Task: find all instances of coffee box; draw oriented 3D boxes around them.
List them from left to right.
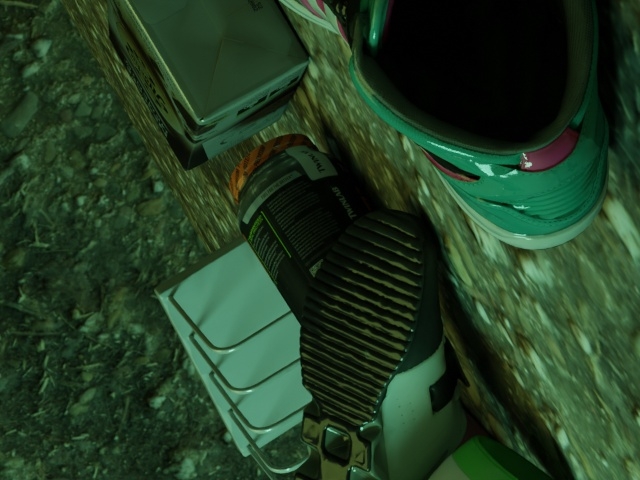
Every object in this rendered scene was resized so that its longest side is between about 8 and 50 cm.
[{"bbox_3d":[-0.114,-0.182,1.694,0.168,0.119,0.297,59,172,3],"label":"coffee box"}]

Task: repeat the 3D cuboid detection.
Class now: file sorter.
[{"bbox_3d":[-0.031,0.144,2.100,0.173,0.193,0.277,44,163,52],"label":"file sorter"}]

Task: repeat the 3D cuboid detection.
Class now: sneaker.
[{"bbox_3d":[0.065,0.120,1.556,0.122,0.146,0.330,29,119,39],"label":"sneaker"},{"bbox_3d":[0.039,-0.133,0.889,0.295,0.124,0.178,51,175,12],"label":"sneaker"}]

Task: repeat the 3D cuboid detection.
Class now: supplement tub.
[{"bbox_3d":[0.000,0.000,1.646,0.190,0.117,0.117,57,171,25],"label":"supplement tub"}]

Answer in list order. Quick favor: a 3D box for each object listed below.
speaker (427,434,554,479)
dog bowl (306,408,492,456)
[{"bbox_3d":[0.089,0.313,1.515,0.131,0.296,0.131,34,-172,-6],"label":"speaker"},{"bbox_3d":[0.150,0.339,1.805,0.408,0.150,0.408,58,171,15],"label":"dog bowl"}]
